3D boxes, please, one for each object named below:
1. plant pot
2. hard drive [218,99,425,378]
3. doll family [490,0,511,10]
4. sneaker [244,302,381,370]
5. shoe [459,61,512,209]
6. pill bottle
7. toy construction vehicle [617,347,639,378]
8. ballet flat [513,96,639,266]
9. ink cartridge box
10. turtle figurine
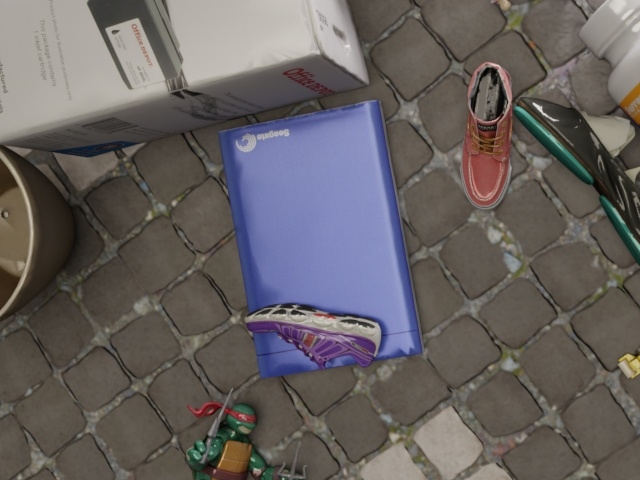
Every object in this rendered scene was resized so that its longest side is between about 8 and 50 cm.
[{"bbox_3d":[-0.418,-0.010,1.637,0.257,0.274,0.256,0,91,12],"label":"plant pot"},{"bbox_3d":[0.000,0.000,1.663,0.210,0.040,0.318,-10,89,13],"label":"hard drive"},{"bbox_3d":[0.233,-0.407,1.555,0.163,0.118,0.262,8,91,3],"label":"doll family"},{"bbox_3d":[-0.013,0.120,1.615,0.170,0.068,0.071,11,100,12],"label":"sneaker"},{"bbox_3d":[0.199,-0.126,1.596,0.064,0.081,0.177,5,92,13],"label":"shoe"},{"bbox_3d":[0.426,-0.174,1.508,0.152,0.152,0.272,-44,81,10],"label":"pill bottle"},{"bbox_3d":[0.411,0.147,1.576,0.098,0.035,0.085,-33,84,11],"label":"toy construction vehicle"},{"bbox_3d":[0.348,-0.081,1.565,0.096,0.095,0.280,-40,93,1],"label":"ballet flat"},{"bbox_3d":[-0.168,-0.227,1.572,0.395,0.285,0.166,-13,87,12],"label":"ink cartridge box"},{"bbox_3d":[-0.111,0.293,1.660,0.175,0.118,0.234,15,97,-29],"label":"turtle figurine"}]
